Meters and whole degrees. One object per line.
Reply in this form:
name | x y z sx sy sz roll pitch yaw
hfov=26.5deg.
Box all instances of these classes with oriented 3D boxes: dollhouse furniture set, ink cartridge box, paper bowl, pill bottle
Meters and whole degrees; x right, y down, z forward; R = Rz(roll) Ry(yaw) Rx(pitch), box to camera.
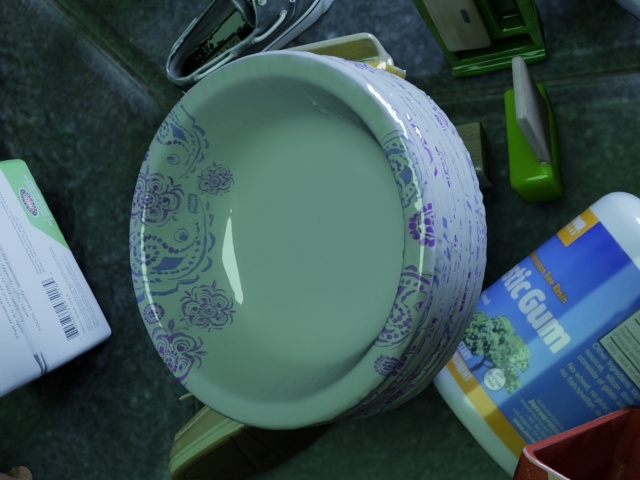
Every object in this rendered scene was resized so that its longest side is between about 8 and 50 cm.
dollhouse furniture set | 0.039 -0.119 1.162 0.302 0.151 0.197 -10 62 19
ink cartridge box | -0.317 0.046 1.191 0.115 0.273 0.198 -26 91 14
paper bowl | 0.000 0.000 1.058 0.284 0.148 0.284 -1 88 37
pill bottle | 0.227 0.058 1.074 0.272 0.152 0.152 -40 68 9

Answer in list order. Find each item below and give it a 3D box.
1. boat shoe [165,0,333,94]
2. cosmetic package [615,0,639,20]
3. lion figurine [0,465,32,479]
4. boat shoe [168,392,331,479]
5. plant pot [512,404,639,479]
boat shoe | -0.058 -0.221 1.285 0.219 0.070 0.078 -48 67 6
cosmetic package | 0.255 -0.246 1.096 0.238 0.127 0.107 36 102 -1
lion figurine | -0.280 0.283 1.165 0.392 0.240 0.142 20 87 26
boat shoe | -0.020 0.113 1.192 0.285 0.104 0.089 -35 59 -2
plant pot | 0.239 0.285 0.887 0.267 0.267 0.235 29 104 25
